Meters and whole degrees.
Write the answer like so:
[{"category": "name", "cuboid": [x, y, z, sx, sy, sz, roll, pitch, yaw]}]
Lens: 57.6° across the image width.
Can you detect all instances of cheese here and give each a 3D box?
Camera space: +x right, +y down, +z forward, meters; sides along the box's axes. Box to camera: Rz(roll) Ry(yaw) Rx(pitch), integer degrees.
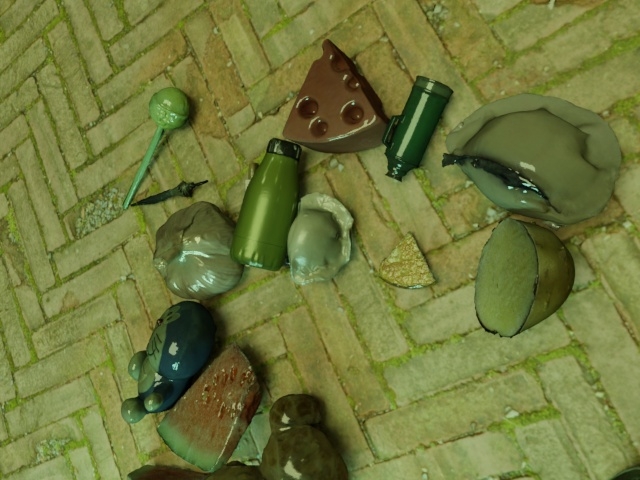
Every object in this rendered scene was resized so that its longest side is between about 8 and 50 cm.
[{"category": "cheese", "cuboid": [0.060, -0.246, 1.107, 0.177, 0.128, 0.203, 29, 97, 24]}]

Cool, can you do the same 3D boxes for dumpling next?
[{"category": "dumpling", "cuboid": [0.334, -0.146, 0.934, 0.293, 0.163, 0.204, 42, 111, 35]}, {"category": "dumpling", "cuboid": [0.000, 0.000, 1.138, 0.127, 0.108, 0.188, 12, 78, 0]}]

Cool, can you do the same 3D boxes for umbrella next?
[{"category": "umbrella", "cuboid": [-0.353, -0.109, 1.369, 0.269, 0.044, 0.044, -11, 108, 36]}]

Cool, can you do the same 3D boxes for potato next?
[{"category": "potato", "cuboid": [0.340, 0.066, 0.936, 0.182, 0.117, 0.202, -109, 25, -58]}]

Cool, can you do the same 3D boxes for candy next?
[{"category": "candy", "cuboid": [-0.404, -0.211, 1.384, 0.335, 0.093, 0.092, -58, 22, 22]}]

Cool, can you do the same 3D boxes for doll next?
[{"category": "doll", "cuboid": [-0.322, 0.251, 1.252, 0.154, 0.228, 0.258, 17, 114, -16]}]

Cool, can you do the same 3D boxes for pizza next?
[{"category": "pizza", "cuboid": [0.168, 0.037, 1.084, 0.123, 0.026, 0.109, 7, 88, 31]}]

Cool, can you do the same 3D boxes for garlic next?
[{"category": "garlic", "cuboid": [-0.280, 0.023, 1.219, 0.218, 0.212, 0.219, 0, 91, 23]}]

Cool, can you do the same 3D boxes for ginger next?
[{"category": "ginger", "cuboid": [-0.067, 0.448, 1.096, 0.244, 0.155, 0.304, 33, 72, 17]}]

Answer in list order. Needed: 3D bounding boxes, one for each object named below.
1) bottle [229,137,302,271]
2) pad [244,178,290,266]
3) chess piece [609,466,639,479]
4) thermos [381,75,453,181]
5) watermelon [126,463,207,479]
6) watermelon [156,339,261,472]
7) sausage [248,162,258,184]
[{"category": "bottle", "cuboid": [-0.101, -0.074, 1.170, 0.112, 0.112, 0.260, 13, 88, 28]}, {"category": "pad", "cuboid": [-0.108, -0.039, 1.229, 0.113, 0.006, 0.188, -1, 87, 14]}, {"category": "chess piece", "cuboid": [0.527, 0.472, 0.830, 0.272, 0.139, 0.139, 47, 108, 10]}, {"category": "thermos", "cuboid": [0.170, -0.199, 1.064, 0.073, 0.083, 0.188, 27, 101, 23]}, {"category": "watermelon", "cuboid": [-0.291, 0.603, 1.251, 0.232, 0.193, 0.310, -50, 52, 37]}, {"category": "watermelon", "cuboid": [-0.201, 0.342, 1.220, 0.193, 0.140, 0.257, 28, 91, 31]}, {"category": "sausage", "cuboid": [-0.144, -0.102, 1.257, 0.024, 0.024, 0.132, -4, 84, 28]}]
